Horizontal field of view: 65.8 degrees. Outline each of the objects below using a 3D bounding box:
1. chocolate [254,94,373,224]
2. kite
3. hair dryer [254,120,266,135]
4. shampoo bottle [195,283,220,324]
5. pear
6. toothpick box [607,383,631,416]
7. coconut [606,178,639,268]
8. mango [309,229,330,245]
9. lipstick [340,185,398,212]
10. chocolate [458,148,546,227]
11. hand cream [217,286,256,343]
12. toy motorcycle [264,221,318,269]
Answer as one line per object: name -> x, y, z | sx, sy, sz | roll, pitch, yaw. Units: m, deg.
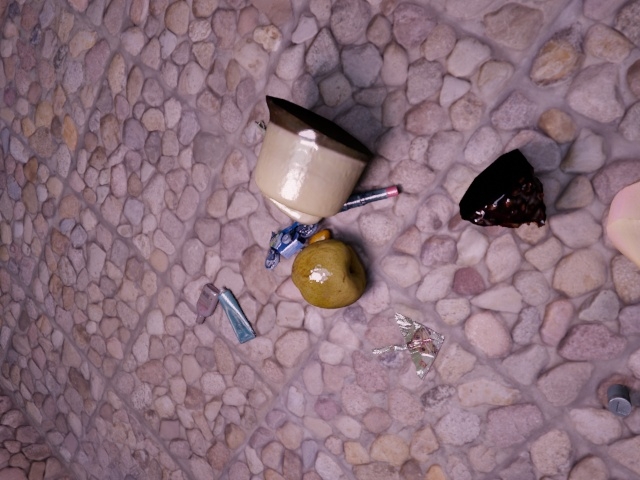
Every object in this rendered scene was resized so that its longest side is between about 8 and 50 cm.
chocolate -> -0.053, -0.213, 1.434 | 0.326, 0.314, 0.297 | 39, 107, 15
kite -> 0.273, 0.335, 1.554 | 0.249, 0.012, 0.230 | -20, 89, 31
hair dryer -> -0.159, -0.300, 1.647 | 0.199, 0.067, 0.168 | 22, 115, 34
shampoo bottle -> -0.440, 0.250, 1.902 | 0.079, 0.040, 0.165 | 33, 114, 18
pear -> 0.020, 0.111, 1.541 | 0.211, 0.188, 0.229 | -19, 103, 25
toothpick box -> 0.761, 0.407, 1.262 | 0.052, 0.083, 0.052 | 6, 103, 27
coconut -> 0.780, -0.028, 1.092 | 0.259, 0.259, 0.260 | 6, 102, 27
mango -> 0.000, 0.000, 1.615 | 0.060, 0.046, 0.089 | 46, 114, 16
lipstick -> 0.129, -0.129, 1.519 | 0.234, 0.053, 0.054 | -13, 93, 28
chocolate -> 0.491, -0.086, 1.271 | 0.177, 0.224, 0.206 | 41, 117, -10
hand cream -> -0.321, 0.276, 1.846 | 0.083, 0.048, 0.224 | -28, 91, 27
toy motorcycle -> -0.098, -0.011, 1.631 | 0.254, 0.092, 0.136 | -40, 36, 20
